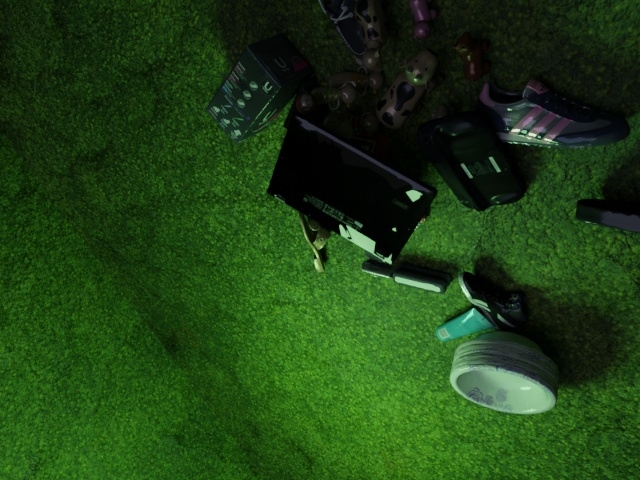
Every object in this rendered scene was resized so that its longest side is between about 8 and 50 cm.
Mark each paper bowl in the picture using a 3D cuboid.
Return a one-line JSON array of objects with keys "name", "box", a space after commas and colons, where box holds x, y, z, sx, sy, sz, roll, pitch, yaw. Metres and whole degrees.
[{"name": "paper bowl", "box": [0.518, 0.362, 1.529, 0.284, 0.148, 0.284, 15, 145, 11]}]

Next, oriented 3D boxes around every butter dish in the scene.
[{"name": "butter dish", "box": [0.119, -0.215, 1.492, 0.160, 0.118, 0.160, 20, 89, 34]}]

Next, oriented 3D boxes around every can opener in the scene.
[{"name": "can opener", "box": [0.248, 0.089, 1.627, 0.280, 0.074, 0.093, 17, 130, 27]}]

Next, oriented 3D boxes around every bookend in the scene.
[{"name": "bookend", "box": [-0.003, -0.344, 1.516, 0.156, 0.072, 0.157, 38, 134, 8]}]

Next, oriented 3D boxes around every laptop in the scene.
[{"name": "laptop", "box": [0.083, -0.131, 1.449, 0.382, 0.236, 0.408, 30, 134, 5]}]

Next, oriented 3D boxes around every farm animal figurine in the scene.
[{"name": "farm animal figurine", "box": [0.202, -0.392, 1.254, 0.330, 0.172, 0.326, 30, 134, 17]}]

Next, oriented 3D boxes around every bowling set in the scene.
[{"name": "bowling set", "box": [0.046, -0.306, 1.356, 0.154, 0.200, 0.287, 6, 96, 32]}]

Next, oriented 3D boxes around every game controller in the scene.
[{"name": "game controller", "box": [0.361, -0.180, 1.286, 0.166, 0.067, 0.319, -17, 137, 33]}]

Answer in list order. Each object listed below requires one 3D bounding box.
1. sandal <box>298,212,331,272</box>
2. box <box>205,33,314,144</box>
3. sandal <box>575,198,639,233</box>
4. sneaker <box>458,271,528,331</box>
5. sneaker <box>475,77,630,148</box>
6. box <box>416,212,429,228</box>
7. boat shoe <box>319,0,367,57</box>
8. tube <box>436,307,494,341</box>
[{"name": "sandal", "box": [0.000, -0.004, 1.768, 0.079, 0.088, 0.240, -13, 123, 8]}, {"name": "box", "box": [-0.174, -0.420, 1.525, 0.143, 0.165, 0.270, 49, 136, -2]}, {"name": "sandal", "box": [0.758, -0.057, 1.092, 0.446, 0.167, 0.107, 12, 108, 30]}, {"name": "sneaker", "box": [0.489, 0.151, 1.496, 0.217, 0.079, 0.121, 48, 133, -12]}, {"name": "sneaker", "box": [0.488, -0.278, 1.165, 0.319, 0.112, 0.131, 10, 128, 30]}, {"name": "box", "box": [0.230, -0.085, 1.554, 0.137, 0.027, 0.094, 42, 135, 6]}, {"name": "boat shoe", "box": [0.045, -0.577, 1.303, 0.114, 0.091, 0.302, -13, 111, 41]}, {"name": "tube", "box": [0.416, 0.251, 1.595, 0.080, 0.052, 0.207, 38, 150, -5]}]
